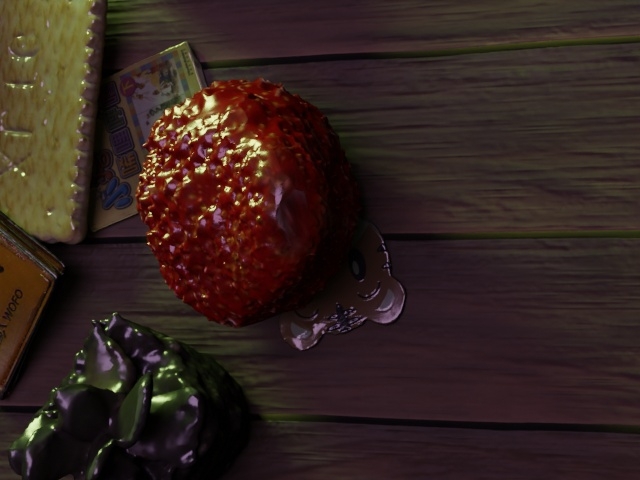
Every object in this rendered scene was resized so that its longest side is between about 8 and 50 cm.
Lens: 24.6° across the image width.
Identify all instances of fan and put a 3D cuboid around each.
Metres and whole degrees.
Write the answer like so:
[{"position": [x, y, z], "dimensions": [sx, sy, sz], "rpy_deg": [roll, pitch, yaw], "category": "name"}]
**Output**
[{"position": [0.000, 0.000, 1.614], "dimensions": [0.152, 0.008, 0.227], "rpy_deg": [-21, 78, 19], "category": "fan"}]

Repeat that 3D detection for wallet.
[{"position": [-0.392, 0.066, 1.715], "dimensions": [0.161, 0.042, 0.195], "rpy_deg": [39, 114, 17], "category": "wallet"}]

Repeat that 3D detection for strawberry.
[{"position": [-0.082, -0.043, 1.518], "dimensions": [0.261, 0.257, 0.261], "rpy_deg": [1, 94, 20], "category": "strawberry"}]

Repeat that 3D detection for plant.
[{"position": [-0.201, 0.193, 1.534], "dimensions": [0.188, 0.276, 0.199], "rpy_deg": [41, 101, 14], "category": "plant"}]

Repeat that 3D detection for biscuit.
[{"position": [-0.346, -0.159, 1.730], "dimensions": [0.217, 0.044, 0.325], "rpy_deg": [5, 91, 27], "category": "biscuit"}]

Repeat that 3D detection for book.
[{"position": [-0.208, -0.119, 1.703], "dimensions": [0.192, 0.013, 0.168], "rpy_deg": [-22, 78, 18], "category": "book"}]
